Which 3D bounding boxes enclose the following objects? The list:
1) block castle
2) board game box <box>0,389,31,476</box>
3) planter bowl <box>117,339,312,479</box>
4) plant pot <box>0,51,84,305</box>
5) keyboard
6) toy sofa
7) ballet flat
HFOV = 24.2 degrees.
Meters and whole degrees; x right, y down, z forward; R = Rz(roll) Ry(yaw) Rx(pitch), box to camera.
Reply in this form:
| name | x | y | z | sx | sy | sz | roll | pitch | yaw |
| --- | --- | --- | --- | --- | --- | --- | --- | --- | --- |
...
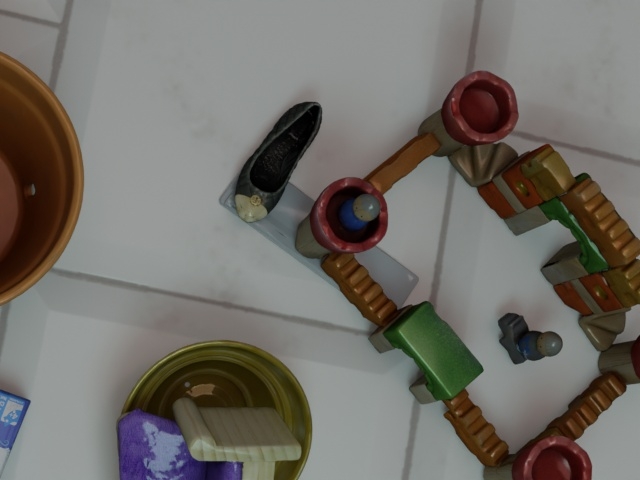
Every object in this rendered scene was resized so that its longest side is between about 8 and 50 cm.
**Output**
| name | x | y | z | sx | sy | sz | roll | pitch | yaw |
| --- | --- | --- | --- | --- | --- | --- | --- | --- | --- |
| block castle | 0.217 | 0.058 | 1.731 | 0.303 | 0.213 | 0.453 | -39 | 93 | -20 |
| board game box | -0.517 | 0.265 | 1.596 | 0.319 | 0.066 | 0.318 | 21 | 77 | -11 |
| planter bowl | -0.124 | 0.207 | 1.681 | 0.217 | 0.090 | 0.217 | -3 | 101 | -13 |
| plant pot | -0.409 | -0.051 | 1.599 | 0.291 | 0.203 | 0.291 | 2 | 81 | -15 |
| keyboard | 0.000 | 0.000 | 1.798 | 0.256 | 0.014 | 0.072 | 36 | 70 | -7 |
| toy sofa | -0.131 | 0.359 | 1.584 | 0.177 | 0.150 | 0.362 | 3 | 100 | -14 |
| ballet flat | -0.052 | -0.097 | 1.768 | 0.057 | 0.049 | 0.173 | 31 | 68 | -8 |
